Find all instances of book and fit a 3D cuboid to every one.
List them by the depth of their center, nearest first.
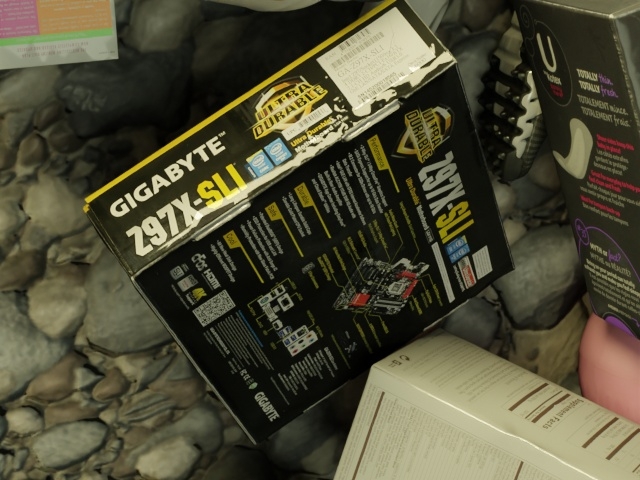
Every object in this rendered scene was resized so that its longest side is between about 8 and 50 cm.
[{"bbox_3d":[-0.196,-0.195,1.201,0.096,0.035,0.144,-8,113,-16],"label":"book"}]

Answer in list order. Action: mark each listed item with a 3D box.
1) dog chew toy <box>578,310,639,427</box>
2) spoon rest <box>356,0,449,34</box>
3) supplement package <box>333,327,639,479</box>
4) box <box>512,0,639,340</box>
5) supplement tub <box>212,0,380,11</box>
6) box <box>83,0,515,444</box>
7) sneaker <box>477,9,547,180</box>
[{"bbox_3d":[0.304,0.189,1.439,0.206,0.206,0.332,5,100,-23],"label":"dog chew toy"},{"bbox_3d":[0.074,-0.219,1.255,0.084,0.137,0.276,31,88,5],"label":"spoon rest"},{"bbox_3d":[0.151,0.190,1.336,0.134,0.244,0.139,-22,134,-60],"label":"supplement package"},{"bbox_3d":[0.264,-0.069,1.254,0.143,0.165,0.270,-22,109,-13],"label":"box"},{"bbox_3d":[-0.083,-0.268,1.085,0.316,0.228,0.228,5,111,-34],"label":"supplement tub"},{"bbox_3d":[0.000,0.000,1.249,0.257,0.079,0.322,-36,151,-4],"label":"box"},{"bbox_3d":[0.194,-0.154,1.339,0.106,0.078,0.234,6,108,-20],"label":"sneaker"}]
